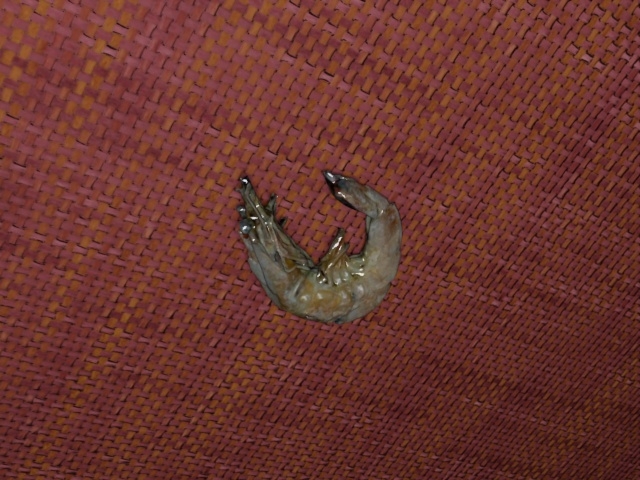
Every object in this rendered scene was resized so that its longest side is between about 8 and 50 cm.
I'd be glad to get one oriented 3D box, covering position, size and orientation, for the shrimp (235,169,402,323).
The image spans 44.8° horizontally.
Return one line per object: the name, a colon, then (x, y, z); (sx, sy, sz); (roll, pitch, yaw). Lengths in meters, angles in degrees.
shrimp: (0.000, 0.000, 1.204); (0.247, 0.085, 0.360); (-45, 127, 2)
